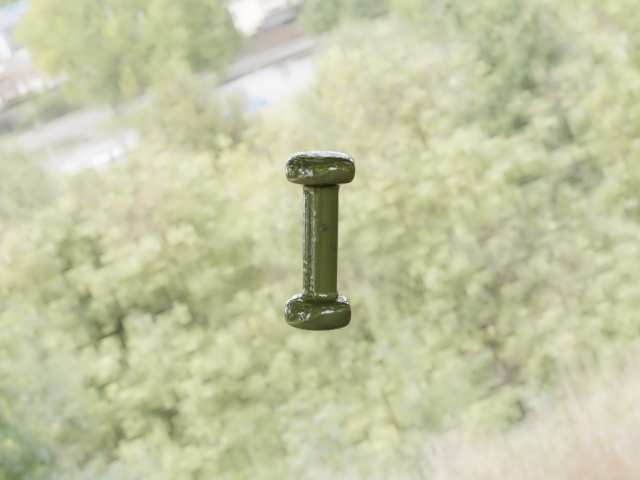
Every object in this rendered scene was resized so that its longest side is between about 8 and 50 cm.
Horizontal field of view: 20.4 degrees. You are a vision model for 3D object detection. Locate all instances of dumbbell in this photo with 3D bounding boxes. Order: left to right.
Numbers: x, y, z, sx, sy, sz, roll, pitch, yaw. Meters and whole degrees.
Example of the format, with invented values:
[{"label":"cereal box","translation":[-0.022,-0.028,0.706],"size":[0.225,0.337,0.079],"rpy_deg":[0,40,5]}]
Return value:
[{"label":"dumbbell","translation":[0.000,0.000,1.165],"size":[0.046,0.118,0.052],"rpy_deg":[2,11,5]}]
